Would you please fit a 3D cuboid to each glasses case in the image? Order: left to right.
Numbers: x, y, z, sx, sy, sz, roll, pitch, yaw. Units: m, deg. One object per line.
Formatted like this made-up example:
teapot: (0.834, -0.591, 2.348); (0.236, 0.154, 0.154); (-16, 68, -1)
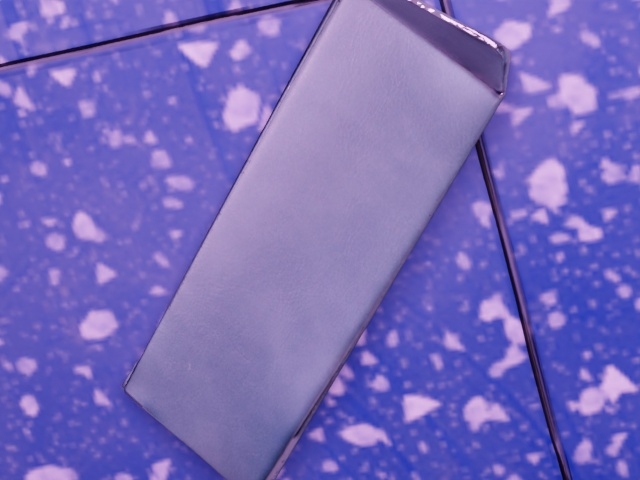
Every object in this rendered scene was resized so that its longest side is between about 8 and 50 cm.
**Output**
glasses case: (0.000, 0.000, 0.993); (0.105, 0.056, 0.266); (39, 118, 18)
